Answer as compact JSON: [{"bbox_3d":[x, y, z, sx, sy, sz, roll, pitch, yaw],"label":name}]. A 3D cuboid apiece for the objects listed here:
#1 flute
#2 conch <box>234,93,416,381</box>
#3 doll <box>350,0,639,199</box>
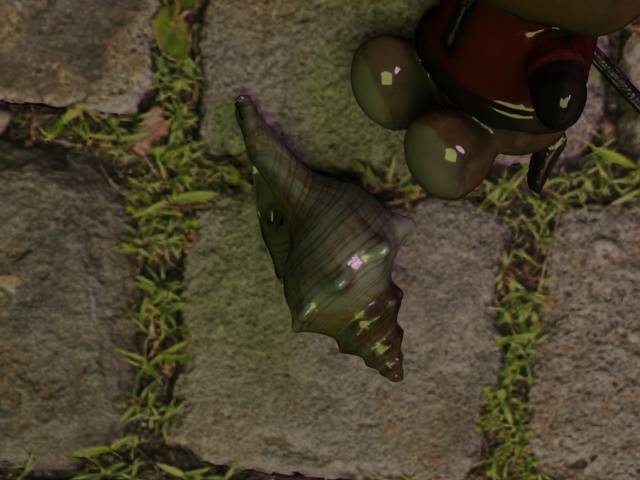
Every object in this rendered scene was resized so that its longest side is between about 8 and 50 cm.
[{"bbox_3d":[0.272,-0.092,1.266,0.014,0.014,0.269,-42,108,17],"label":"flute"},{"bbox_3d":[0.011,0.005,1.261,0.114,0.234,0.137,-13,150,-20],"label":"conch"},{"bbox_3d":[0.151,-0.182,1.125,0.174,0.235,0.330,-4,136,-26],"label":"doll"}]
